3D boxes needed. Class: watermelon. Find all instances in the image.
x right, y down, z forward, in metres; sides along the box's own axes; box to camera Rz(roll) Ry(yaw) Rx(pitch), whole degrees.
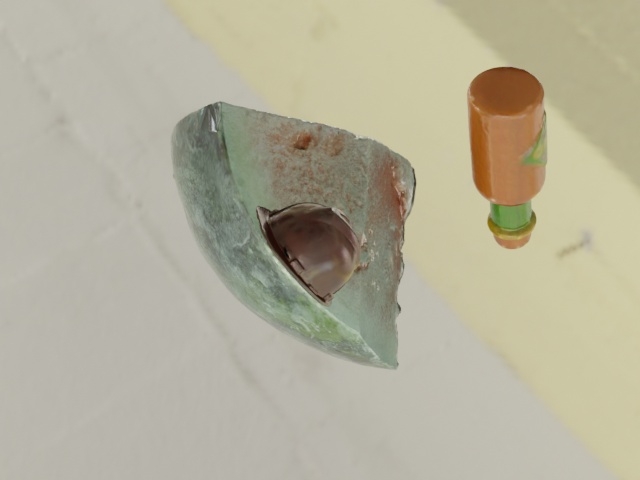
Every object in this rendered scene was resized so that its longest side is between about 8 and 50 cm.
[{"bbox_3d":[-0.024,-0.049,1.848,0.214,0.289,0.320,-33,-141,-4],"label":"watermelon"}]

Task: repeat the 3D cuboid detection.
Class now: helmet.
[{"bbox_3d":[0.000,0.000,1.630,0.057,0.111,0.089,-31,-129,13],"label":"helmet"}]

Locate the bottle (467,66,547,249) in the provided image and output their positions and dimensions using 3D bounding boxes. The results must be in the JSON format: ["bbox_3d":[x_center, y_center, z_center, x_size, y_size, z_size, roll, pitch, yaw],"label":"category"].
[{"bbox_3d":[0.167,-0.066,1.741,0.069,0.187,0.069,-4,-132,4],"label":"bottle"}]
